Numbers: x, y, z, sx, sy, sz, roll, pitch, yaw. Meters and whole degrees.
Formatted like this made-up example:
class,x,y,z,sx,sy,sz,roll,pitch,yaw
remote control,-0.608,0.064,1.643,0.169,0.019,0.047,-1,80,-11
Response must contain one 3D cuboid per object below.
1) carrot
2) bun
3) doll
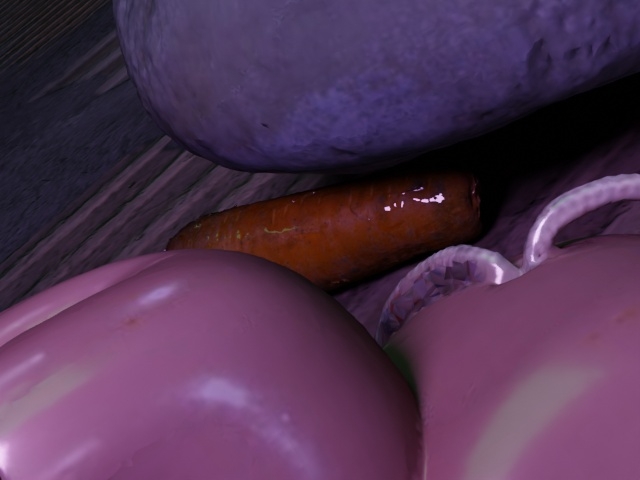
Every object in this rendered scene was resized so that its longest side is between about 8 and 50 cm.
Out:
class,x,y,z,sx,sy,sz,roll,pitch,yaw
carrot,0.000,0.000,0.953,0.186,0.060,0.060,-15,28,30
bun,0.056,-0.164,0.963,0.362,0.211,0.362,-21,7,3
doll,0.061,0.060,0.526,0.268,0.216,0.284,-32,12,-13
